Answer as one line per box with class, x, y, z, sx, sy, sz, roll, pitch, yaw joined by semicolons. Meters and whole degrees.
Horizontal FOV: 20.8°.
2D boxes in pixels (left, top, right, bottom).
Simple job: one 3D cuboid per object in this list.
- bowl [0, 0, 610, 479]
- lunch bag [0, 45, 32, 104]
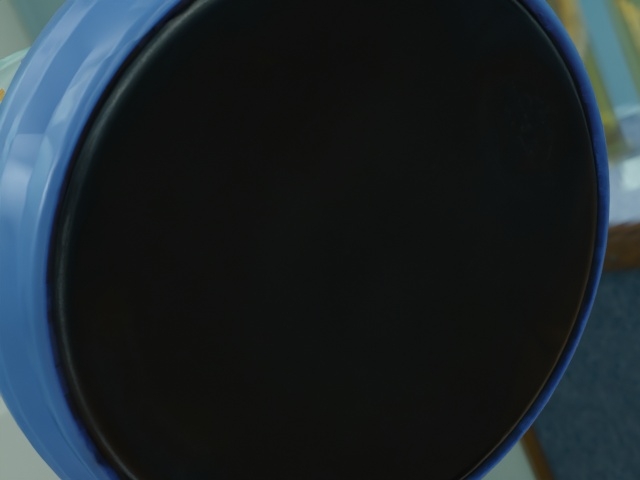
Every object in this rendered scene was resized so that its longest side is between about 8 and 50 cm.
bowl;0.000;0.000;0.982;0.391;0.391;0.077;-30;27;-19
lunch bag;-0.344;-0.036;1.682;0.262;0.160;0.223;-19;45;24
